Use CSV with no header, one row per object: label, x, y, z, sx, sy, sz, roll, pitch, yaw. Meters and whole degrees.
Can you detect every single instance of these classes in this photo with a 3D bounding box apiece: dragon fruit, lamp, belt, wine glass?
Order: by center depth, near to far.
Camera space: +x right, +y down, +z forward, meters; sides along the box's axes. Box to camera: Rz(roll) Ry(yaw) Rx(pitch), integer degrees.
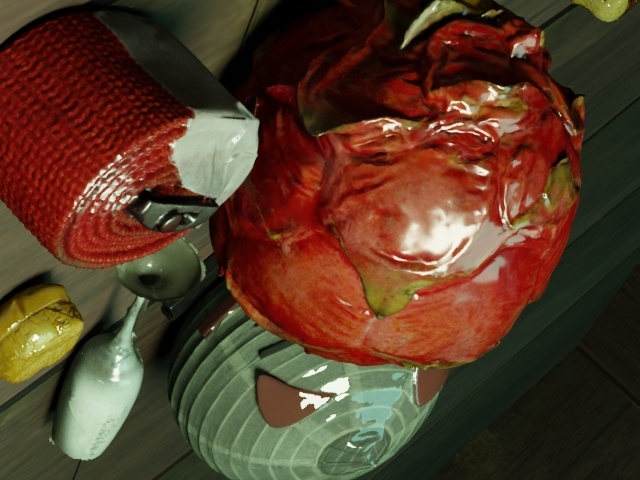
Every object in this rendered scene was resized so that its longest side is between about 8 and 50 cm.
belt,-0.119,-0.053,1.118,0.128,0.124,0.201,-49,165,17
dragon fruit,0.049,-0.043,1.354,0.277,0.277,0.342,-33,157,-44
wine glass,-0.166,0.096,1.517,0.074,0.074,0.262,-35,162,-40
lamp,-0.004,0.112,1.674,0.265,0.233,0.233,-21,160,-13

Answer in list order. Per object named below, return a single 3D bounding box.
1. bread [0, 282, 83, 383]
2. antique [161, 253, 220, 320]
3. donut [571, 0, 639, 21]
bread,-0.209,0.066,1.348,0.081,0.046,0.083,-41,168,3
antique,-0.066,0.000,1.645,0.192,0.015,0.031,-43,166,-14
donut,0.316,-0.282,1.905,0.140,0.059,0.140,-43,169,-10
